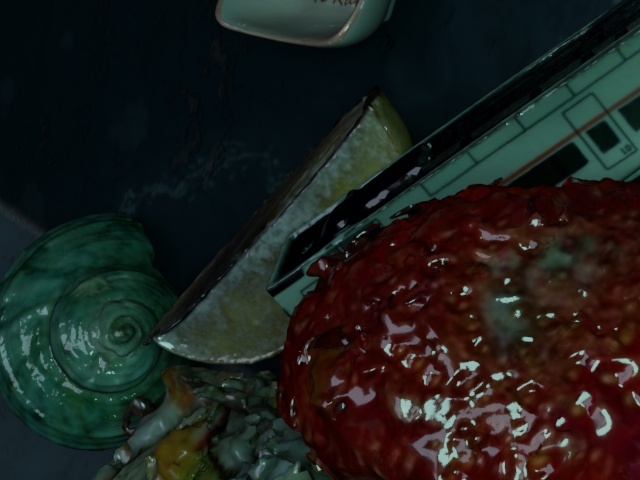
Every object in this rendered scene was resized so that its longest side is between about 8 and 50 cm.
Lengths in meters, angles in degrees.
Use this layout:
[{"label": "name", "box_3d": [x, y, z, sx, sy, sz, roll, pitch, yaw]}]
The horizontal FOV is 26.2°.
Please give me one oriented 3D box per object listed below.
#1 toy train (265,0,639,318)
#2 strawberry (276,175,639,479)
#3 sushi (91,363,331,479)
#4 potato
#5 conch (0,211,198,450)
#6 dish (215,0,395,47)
[{"label": "toy train", "box_3d": [0.150, -0.065, 0.817, 0.407, 0.086, 0.088, -35, 104, 22]}, {"label": "strawberry", "box_3d": [0.129, 0.069, 0.718, 0.274, 0.274, 0.220, 41, 104, 40]}, {"label": "sushi", "box_3d": [-0.089, 0.250, 0.875, 0.417, 0.175, 0.417, -50, 13, 16]}, {"label": "potato", "box_3d": [0.000, 0.003, 0.986, 0.100, 0.120, 0.261, 42, 117, -5]}, {"label": "conch", "box_3d": [-0.183, 0.071, 1.106, 0.202, 0.134, 0.196, 4, 87, 45]}, {"label": "dish", "box_3d": [0.015, -0.244, 1.007, 0.151, 0.077, 0.213, 18, 96, 46]}]
